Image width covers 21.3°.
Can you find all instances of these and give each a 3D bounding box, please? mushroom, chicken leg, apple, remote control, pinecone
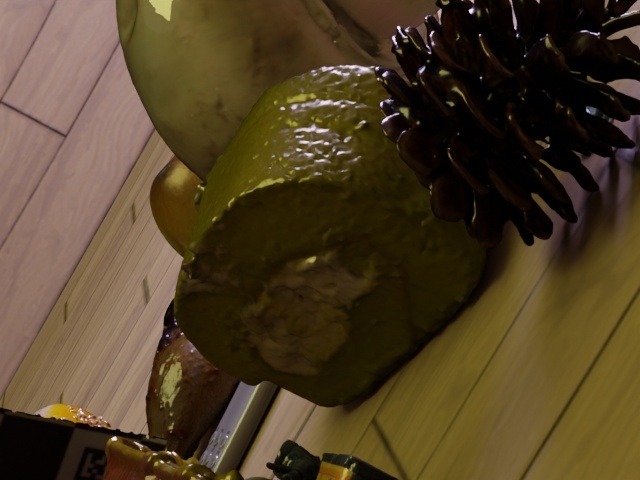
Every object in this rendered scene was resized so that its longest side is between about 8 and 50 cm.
[{"bbox_3d":[-0.008,-0.197,1.372,0.356,0.315,0.315,-59,13,-8],"label":"mushroom"},{"bbox_3d":[-0.134,0.145,1.667,0.322,0.083,0.177,-91,24,-69],"label":"chicken leg"},{"bbox_3d":[-0.094,-0.049,1.742,0.163,0.147,0.146,-62,14,-10],"label":"apple"},{"bbox_3d":[-0.101,0.210,1.479,0.261,0.029,0.067,-63,14,-9],"label":"remote control"},{"bbox_3d":[0.123,-0.092,1.011,0.165,0.163,0.163,-40,19,16],"label":"pinecone"}]

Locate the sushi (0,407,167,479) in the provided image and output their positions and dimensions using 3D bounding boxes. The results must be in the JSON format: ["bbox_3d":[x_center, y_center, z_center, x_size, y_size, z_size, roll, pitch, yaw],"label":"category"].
[{"bbox_3d":[-0.328,0.295,1.378,0.064,0.359,0.343,41,113,59],"label":"sushi"}]

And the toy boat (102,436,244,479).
[{"bbox_3d":[-0.115,0.206,1.302,0.099,0.141,0.318,-32,0,-11],"label":"toy boat"}]

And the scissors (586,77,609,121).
[{"bbox_3d":[0.176,-0.088,1.108,0.036,0.006,0.083,-52,15,27],"label":"scissors"}]

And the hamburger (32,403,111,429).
[{"bbox_3d":[-0.236,0.249,1.621,0.116,0.173,0.210,-21,16,19],"label":"hamburger"}]

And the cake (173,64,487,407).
[{"bbox_3d":[0.000,0.000,1.206,0.260,0.179,0.156,-47,18,44],"label":"cake"}]

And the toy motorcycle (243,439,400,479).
[{"bbox_3d":[-0.022,0.204,1.065,0.157,0.091,0.263,-60,11,-11],"label":"toy motorcycle"}]
